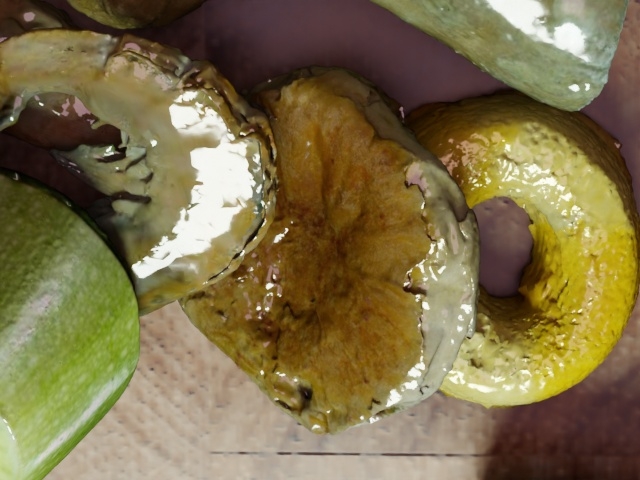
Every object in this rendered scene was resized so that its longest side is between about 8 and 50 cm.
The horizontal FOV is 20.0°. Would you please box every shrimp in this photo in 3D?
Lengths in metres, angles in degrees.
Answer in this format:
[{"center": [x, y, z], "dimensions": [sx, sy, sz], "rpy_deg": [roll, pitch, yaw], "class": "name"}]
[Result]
[{"center": [-0.136, -0.023, 0.936], "dimensions": [0.253, 0.058, 0.173], "rpy_deg": [-19, 120, 27], "class": "shrimp"}]

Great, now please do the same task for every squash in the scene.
[{"center": [-0.183, 0.059, 0.907], "dimensions": [0.170, 0.123, 0.170], "rpy_deg": [9, 127, 12], "class": "squash"}]

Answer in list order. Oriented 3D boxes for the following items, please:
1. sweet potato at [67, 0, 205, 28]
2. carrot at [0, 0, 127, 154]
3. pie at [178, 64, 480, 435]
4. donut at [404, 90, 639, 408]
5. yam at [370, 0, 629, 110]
[{"center": [-0.168, -0.192, 0.922], "dimensions": [0.310, 0.124, 0.098], "rpy_deg": [20, 129, -24], "class": "sweet potato"}, {"center": [-0.186, -0.102, 0.955], "dimensions": [0.263, 0.102, 0.102], "rpy_deg": [27, 100, -4], "class": "carrot"}, {"center": [0.000, 0.000, 0.949], "dimensions": [0.195, 0.046, 0.195], "rpy_deg": [7, 102, 35], "class": "pie"}, {"center": [0.097, 0.010, 0.982], "dimensions": [0.162, 0.065, 0.178], "rpy_deg": [-15, 99, 5], "class": "donut"}, {"center": [0.014, -0.195, 0.911], "dimensions": [0.330, 0.133, 0.133], "rpy_deg": [28, 100, -5], "class": "yam"}]
